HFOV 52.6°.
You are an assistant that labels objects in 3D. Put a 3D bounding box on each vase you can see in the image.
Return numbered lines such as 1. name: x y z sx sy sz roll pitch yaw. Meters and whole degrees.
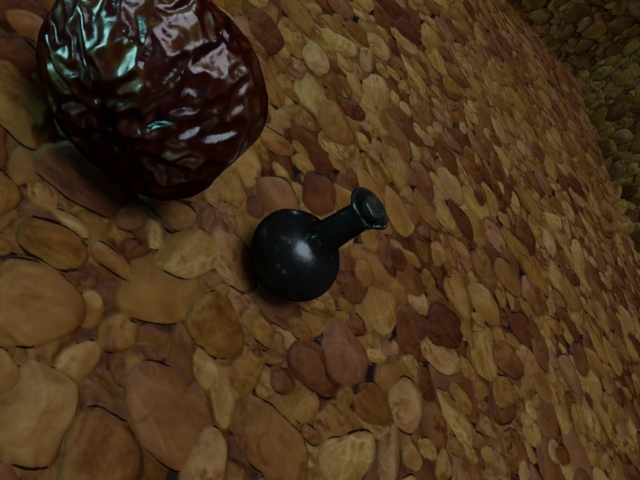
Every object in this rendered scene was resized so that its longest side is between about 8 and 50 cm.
1. vase: 0.000 0.000 0.778 0.120 0.182 0.120 29 46 -35

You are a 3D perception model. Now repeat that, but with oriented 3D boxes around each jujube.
1. jujube: -0.170 -0.164 0.672 0.232 0.213 0.213 48 37 -15
